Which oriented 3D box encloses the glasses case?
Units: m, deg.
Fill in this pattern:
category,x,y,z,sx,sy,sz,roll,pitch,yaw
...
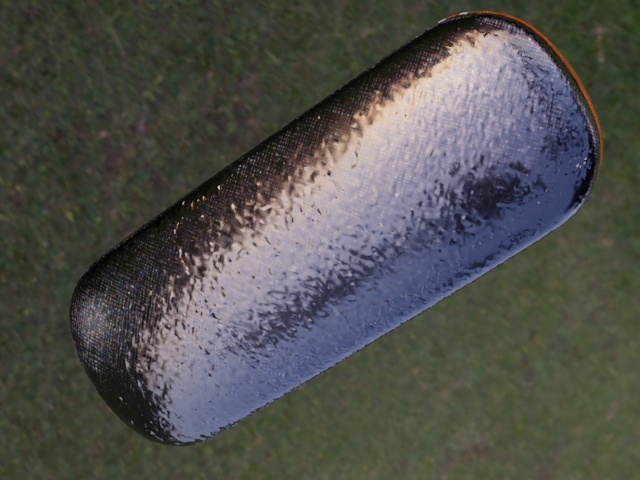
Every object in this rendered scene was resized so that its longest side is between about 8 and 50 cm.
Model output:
category,x,y,z,sx,sy,sz,roll,pitch,yaw
glasses case,0.000,0.000,0.620,0.267,0.103,0.067,-32,178,23
